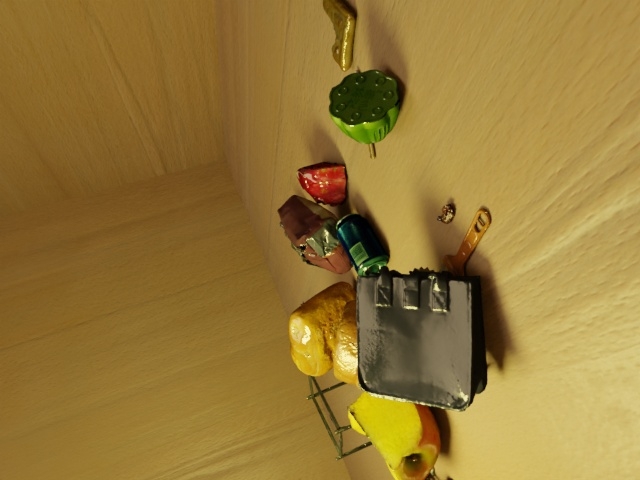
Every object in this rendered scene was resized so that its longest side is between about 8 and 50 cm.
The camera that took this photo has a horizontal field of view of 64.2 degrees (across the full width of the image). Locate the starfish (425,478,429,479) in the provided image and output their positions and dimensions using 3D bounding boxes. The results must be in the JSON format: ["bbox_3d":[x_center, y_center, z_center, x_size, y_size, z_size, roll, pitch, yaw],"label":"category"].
[{"bbox_3d":[0.375,0.873,1.897,0.176,0.053,0.208,58,175,-38],"label":"starfish"}]

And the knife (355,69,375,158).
[{"bbox_3d":[0.125,-0.359,1.469,0.046,0.022,0.256,-136,32,-67],"label":"knife"}]

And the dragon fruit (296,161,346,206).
[{"bbox_3d":[-0.001,-0.216,1.865,0.262,0.189,0.163,-142,67,-70],"label":"dragon fruit"}]

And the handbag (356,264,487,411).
[{"bbox_3d":[0.242,0.223,1.244,0.303,0.122,0.329,-1,94,35],"label":"handbag"}]

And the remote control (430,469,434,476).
[{"bbox_3d":[0.370,0.804,1.913,0.184,0.027,0.050,39,151,55],"label":"remote control"}]

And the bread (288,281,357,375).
[{"bbox_3d":[0.038,0.353,2.010,0.148,0.337,0.328,30,136,41],"label":"bread"}]

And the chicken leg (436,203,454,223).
[{"bbox_3d":[0.298,-0.059,1.212,0.036,0.021,0.083,55,164,19],"label":"chicken leg"}]

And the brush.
[{"bbox_3d":[0.336,0.028,1.192,0.090,0.017,0.314,60,160,29],"label":"brush"}]

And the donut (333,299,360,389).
[{"bbox_3d":[0.139,0.367,1.829,0.299,0.150,0.317,-14,-67,-78],"label":"donut"}]

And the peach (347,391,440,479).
[{"bbox_3d":[0.253,0.623,1.728,0.380,0.242,0.306,35,164,50],"label":"peach"}]

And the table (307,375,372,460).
[{"bbox_3d":[0.117,0.695,2.191,0.335,0.272,0.222,-125,24,-46],"label":"table"}]

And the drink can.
[{"bbox_3d":[0.134,0.014,1.674,0.118,0.118,0.205,97,152,-56],"label":"drink can"}]

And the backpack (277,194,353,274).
[{"bbox_3d":[0.000,0.000,1.885,0.317,0.197,0.283,48,179,-42],"label":"backpack"}]

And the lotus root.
[{"bbox_3d":[0.124,-0.311,1.303,0.186,0.186,0.186,162,90,-74],"label":"lotus root"}]

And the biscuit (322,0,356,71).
[{"bbox_3d":[0.049,-0.593,1.439,0.183,0.039,0.174,92,154,-49],"label":"biscuit"}]
